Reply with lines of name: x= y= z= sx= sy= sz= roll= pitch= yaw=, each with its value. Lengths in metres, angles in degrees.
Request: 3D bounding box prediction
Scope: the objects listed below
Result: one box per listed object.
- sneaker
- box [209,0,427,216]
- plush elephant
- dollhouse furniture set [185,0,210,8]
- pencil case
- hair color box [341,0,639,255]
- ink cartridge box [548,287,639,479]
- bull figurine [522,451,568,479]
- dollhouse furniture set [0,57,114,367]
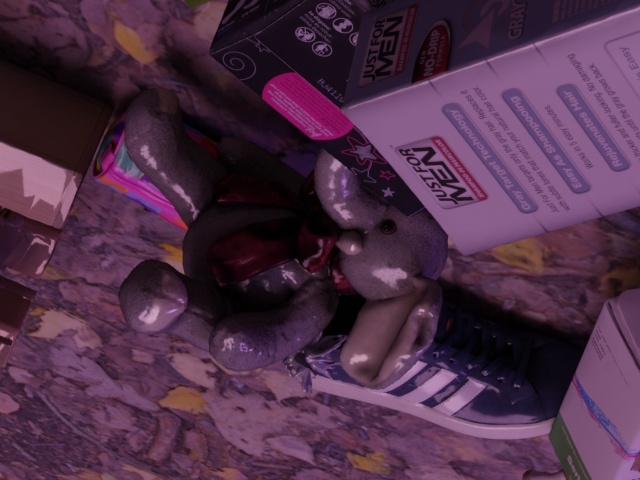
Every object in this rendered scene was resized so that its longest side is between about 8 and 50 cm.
sneaker: x=0.124 y=0.107 z=1.886 sx=0.350 sy=0.131 sz=0.148 roll=7 pitch=138 yaw=13
box: x=0.061 y=-0.163 z=1.504 sx=0.247 sy=0.142 sz=0.163 roll=38 pitch=139 yaw=-27
plush elephant: x=0.000 y=0.000 z=1.652 sx=0.255 sy=0.272 sz=0.330 roll=-26 pitch=130 yaw=26
dollhouse furniture set: x=-0.050 y=-0.195 z=1.598 sx=0.076 sy=0.059 sz=0.151 roll=-14 pitch=134 yaw=42
pencil case: x=-0.113 y=-0.049 z=1.810 sx=0.236 sy=0.104 sz=0.104 roll=30 pitch=146 yaw=-12
hair color box: x=0.224 y=-0.126 z=1.294 sx=0.374 sy=0.114 sz=0.185 roll=-17 pitch=132 yaw=31
ink cartridge box: x=0.358 y=0.147 z=1.742 sx=0.201 sy=0.117 sz=0.278 roll=-14 pitch=150 yaw=-14
bull figurine: x=0.348 y=0.254 z=2.002 sx=0.310 sy=0.101 sz=0.188 roll=35 pitch=149 yaw=-17
dollhouse furniture set: x=-0.411 y=0.005 z=1.836 sx=0.256 sy=0.362 sz=0.394 roll=24 pitch=119 yaw=-7
